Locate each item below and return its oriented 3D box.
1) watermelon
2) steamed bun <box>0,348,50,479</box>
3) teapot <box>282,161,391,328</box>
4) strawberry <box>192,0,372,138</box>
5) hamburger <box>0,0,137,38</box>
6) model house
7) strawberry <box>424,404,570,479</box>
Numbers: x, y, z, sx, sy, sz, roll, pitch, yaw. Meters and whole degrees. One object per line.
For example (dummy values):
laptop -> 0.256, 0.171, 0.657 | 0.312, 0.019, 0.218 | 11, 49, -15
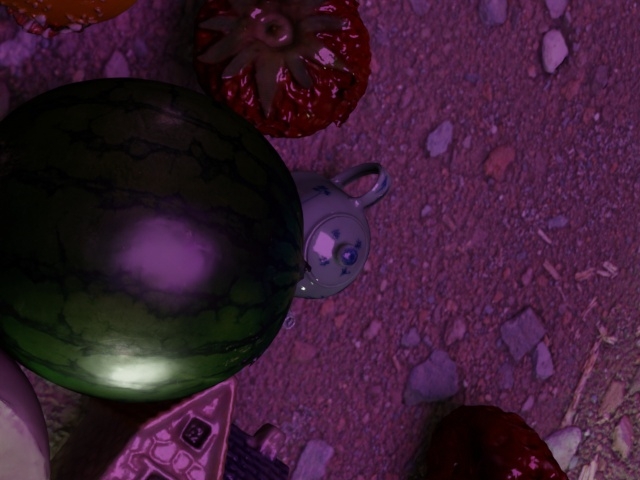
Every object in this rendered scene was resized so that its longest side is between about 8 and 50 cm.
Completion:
watermelon -> -0.188, 0.000, 1.306 | 0.363, 0.363, 0.363 | -9, 107, -31
steamed bun -> -0.431, 0.218, 1.286 | 0.324, 0.206, 0.324 | -13, 118, -26
teapot -> 0.000, 0.000, 1.555 | 0.159, 0.159, 0.232 | 43, 78, -33
strawberry -> -0.034, -0.201, 1.443 | 0.205, 0.205, 0.244 | -62, 168, -5
hamburger -> -0.288, -0.325, 1.237 | 0.295, 0.227, 0.151 | 44, 49, -30
model house -> -0.149, 0.260, 1.419 | 0.237, 0.202, 0.237 | 39, 75, -18
strawberry -> 0.257, 0.390, 1.755 | 0.295, 0.317, 0.344 | -5, 89, -1
